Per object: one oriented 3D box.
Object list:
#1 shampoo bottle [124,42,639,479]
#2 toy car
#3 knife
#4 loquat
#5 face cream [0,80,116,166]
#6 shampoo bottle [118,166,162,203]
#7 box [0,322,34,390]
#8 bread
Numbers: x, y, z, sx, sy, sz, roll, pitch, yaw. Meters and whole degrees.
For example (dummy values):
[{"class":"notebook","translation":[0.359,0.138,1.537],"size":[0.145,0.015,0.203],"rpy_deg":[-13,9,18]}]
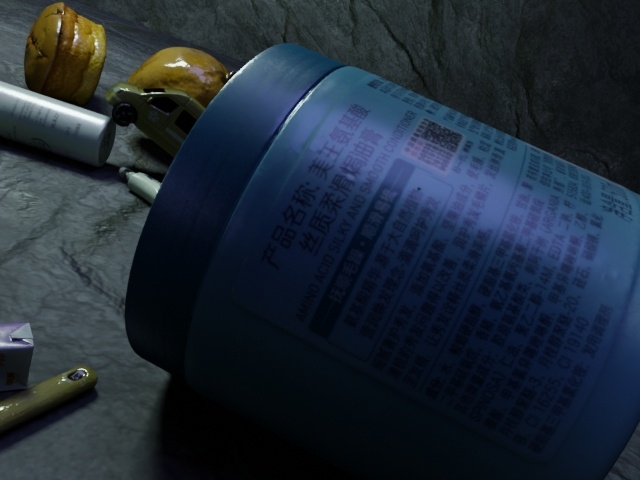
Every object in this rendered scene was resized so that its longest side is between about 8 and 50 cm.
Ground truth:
[{"class":"shampoo bottle","translation":[0.068,0.040,0.492],"size":[0.343,0.330,0.331],"rpy_deg":[25,22,9]},{"class":"toy car","translation":[-0.249,-0.202,0.954],"size":[0.257,0.124,0.101],"rpy_deg":[41,4,-25]},{"class":"knife","translation":[-0.269,0.152,0.350],"size":[0.047,0.017,0.298],"rpy_deg":[36,25,18]},{"class":"loquat","translation":[-0.275,-0.278,1.088],"size":[0.239,0.238,0.193],"rpy_deg":[18,51,-8]},{"class":"face cream","translation":[-0.507,-0.210,0.879],"size":[0.312,0.092,0.092],"rpy_deg":[18,22,-10]},{"class":"shampoo bottle","translation":[-0.281,-0.085,0.870],"size":[0.141,0.034,0.049],"rpy_deg":[30,29,24]},{"class":"box","translation":[-0.293,0.095,0.418],"size":[0.117,0.050,0.036],"rpy_deg":[2,30,-36]},{"class":"bread","translation":[-0.552,-0.398,1.143],"size":[0.143,0.195,0.269],"rpy_deg":[17,23,-37]}]
